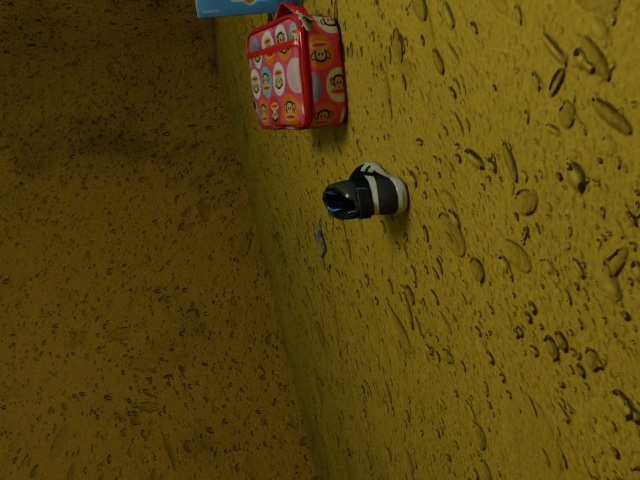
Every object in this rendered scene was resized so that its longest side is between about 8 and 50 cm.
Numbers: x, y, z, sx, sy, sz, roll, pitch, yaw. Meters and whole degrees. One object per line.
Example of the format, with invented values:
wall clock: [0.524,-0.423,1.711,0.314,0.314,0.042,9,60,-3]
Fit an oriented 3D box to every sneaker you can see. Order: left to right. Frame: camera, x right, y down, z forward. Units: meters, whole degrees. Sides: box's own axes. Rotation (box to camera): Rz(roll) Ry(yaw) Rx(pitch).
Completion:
sneaker: [0.054,-0.088,0.912,0.217,0.121,0.079,-140,42,-70]

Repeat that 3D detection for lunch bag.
lunch bag: [-0.058,-0.368,1.117,0.293,0.120,0.258,22,120,60]

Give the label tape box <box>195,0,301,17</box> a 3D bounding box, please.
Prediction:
label tape box: [-0.175,-0.685,1.144,0.115,0.249,0.347,-118,22,-52]

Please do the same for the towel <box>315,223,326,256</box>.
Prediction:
towel: [0.000,0.000,1.464,0.060,0.009,0.083,107,151,-65]

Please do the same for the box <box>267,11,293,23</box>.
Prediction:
box: [-0.090,-0.485,1.369,0.183,0.056,0.231,115,143,-67]
